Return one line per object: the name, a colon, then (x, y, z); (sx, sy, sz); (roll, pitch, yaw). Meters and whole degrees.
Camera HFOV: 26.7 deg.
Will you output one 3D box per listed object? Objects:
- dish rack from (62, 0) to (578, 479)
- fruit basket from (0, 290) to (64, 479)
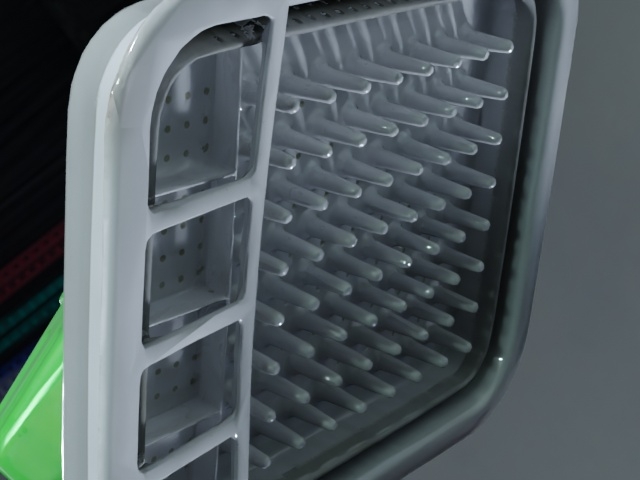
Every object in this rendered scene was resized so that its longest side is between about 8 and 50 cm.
dish rack: (0.000, 0.000, 0.635); (0.072, 0.333, 0.285); (20, 117, 35)
fruit basket: (-0.031, 0.126, 1.049); (0.392, 0.392, 0.283); (51, 165, -7)
